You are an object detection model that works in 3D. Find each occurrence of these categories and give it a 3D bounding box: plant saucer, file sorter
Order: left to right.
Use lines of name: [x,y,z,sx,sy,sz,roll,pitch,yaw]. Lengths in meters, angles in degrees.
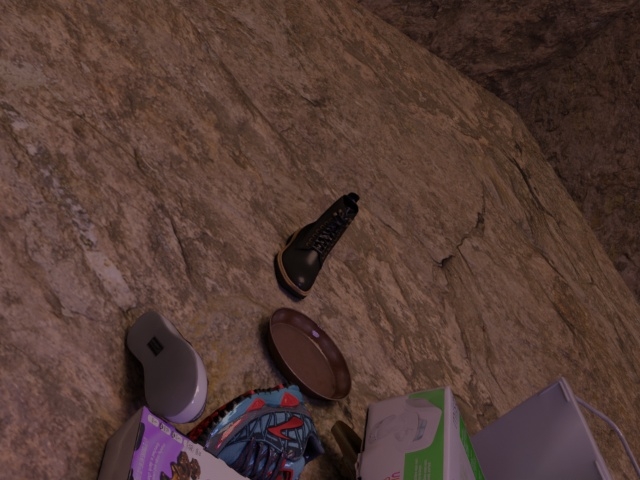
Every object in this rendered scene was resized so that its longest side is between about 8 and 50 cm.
plant saucer: [-0.022,0.174,1.749,0.168,0.029,0.168,38,25,-21]
file sorter: [0.318,0.378,1.725,0.173,0.278,0.193,36,26,-37]

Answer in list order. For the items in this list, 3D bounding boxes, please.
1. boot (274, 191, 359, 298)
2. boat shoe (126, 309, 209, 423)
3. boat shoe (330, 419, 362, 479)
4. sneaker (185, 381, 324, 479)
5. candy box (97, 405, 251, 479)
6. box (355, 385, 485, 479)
boot: [0.000,0.000,1.922,0.077,0.137,0.198,40,25,-18]
boat shoe: [-0.170,0.161,1.401,0.076,0.080,0.228,45,-4,-30]
boat shoe: [0.049,0.315,1.631,0.135,0.045,0.050,57,17,13]
sneaker: [-0.068,0.252,1.451,0.125,0.104,0.262,57,24,13]
candy box: [-0.147,0.300,1.272,0.196,0.070,0.165,39,24,-21]
box: [0.140,0.361,1.515,0.262,0.127,0.231,-76,148,-61]
